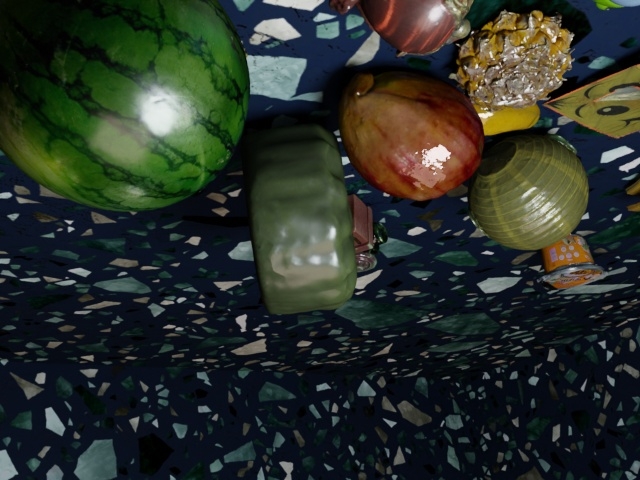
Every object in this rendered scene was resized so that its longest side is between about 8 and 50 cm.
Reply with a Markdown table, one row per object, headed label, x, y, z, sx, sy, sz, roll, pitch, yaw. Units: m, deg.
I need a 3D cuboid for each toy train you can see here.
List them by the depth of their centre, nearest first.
| label | x | y | z | sx | sy | sz | roll | pitch | yaw |
| --- | --- | --- | --- | --- | --- | --- | --- | --- | --- |
| toy train | 0.000 | 0.000 | 1.727 | 0.304 | 0.150 | 0.221 | -19 | 144 | 27 |

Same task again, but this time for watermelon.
| label | x | y | z | sx | sy | sz | roll | pitch | yaw |
| --- | --- | --- | --- | --- | --- | --- | --- | --- | --- |
| watermelon | -0.258 | -0.203 | 0.920 | 0.363 | 0.363 | 0.363 | -7 | 157 | -3 |

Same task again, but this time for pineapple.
| label | x | y | z | sx | sy | sz | roll | pitch | yaw |
| --- | --- | --- | --- | --- | --- | --- | --- | --- | --- |
| pineapple | 0.326 | -0.288 | 1.199 | 0.225 | 0.076 | 0.225 | -6 | 146 | -4 |

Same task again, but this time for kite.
| label | x | y | z | sx | sy | sz | roll | pitch | yaw |
| --- | --- | --- | --- | --- | --- | --- | --- | --- | --- |
| kite | 0.597 | -0.270 | 1.388 | 0.327 | 0.013 | 0.377 | -2 | 166 | 5 |

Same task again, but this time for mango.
| label | x | y | z | sx | sy | sz | roll | pitch | yaw |
| --- | --- | --- | --- | --- | --- | --- | --- | --- | --- |
| mango | 0.336 | -0.238 | 1.347 | 0.190 | 0.075 | 0.098 | -1 | 162 | -21 |

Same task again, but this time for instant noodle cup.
| label | x | y | z | sx | sy | sz | roll | pitch | yaw |
| --- | --- | --- | --- | --- | --- | --- | --- | --- | --- |
| instant noodle cup | 0.720 | 0.057 | 2.091 | 0.208 | 0.125 | 0.177 | 4 | 153 | -25 |

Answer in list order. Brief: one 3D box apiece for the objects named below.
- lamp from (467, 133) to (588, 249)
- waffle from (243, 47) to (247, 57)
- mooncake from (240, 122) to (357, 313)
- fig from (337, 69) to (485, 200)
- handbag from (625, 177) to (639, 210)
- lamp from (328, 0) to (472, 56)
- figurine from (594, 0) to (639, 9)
| label | x | y | z | sx | sy | sz | roll | pitch | yaw |
| --- | --- | --- | --- | --- | --- | --- | --- | --- | --- |
| lamp | 0.446 | -0.085 | 1.489 | 0.284 | 0.250 | 0.250 | 41 | 133 | -24 |
| waffle | -0.160 | -0.292 | 1.138 | 0.085 | 0.016 | 0.078 | 1 | 155 | -23 |
| mooncake | -0.037 | -0.041 | 1.339 | 0.194 | 0.356 | 0.356 | -9 | 157 | -5 |
| fig | 0.152 | -0.186 | 1.243 | 0.263 | 0.224 | 0.224 | 17 | 154 | -2 |
| handbag | 0.965 | -0.149 | 1.703 | 0.401 | 0.133 | 0.283 | -5 | 162 | -7 |
| lamp | 0.119 | -0.340 | 0.948 | 0.223 | 0.151 | 0.215 | 6 | 149 | -26 |
| figurine | 0.429 | -0.414 | 0.912 | 0.162 | 0.143 | 0.263 | 1 | 139 | -39 |
